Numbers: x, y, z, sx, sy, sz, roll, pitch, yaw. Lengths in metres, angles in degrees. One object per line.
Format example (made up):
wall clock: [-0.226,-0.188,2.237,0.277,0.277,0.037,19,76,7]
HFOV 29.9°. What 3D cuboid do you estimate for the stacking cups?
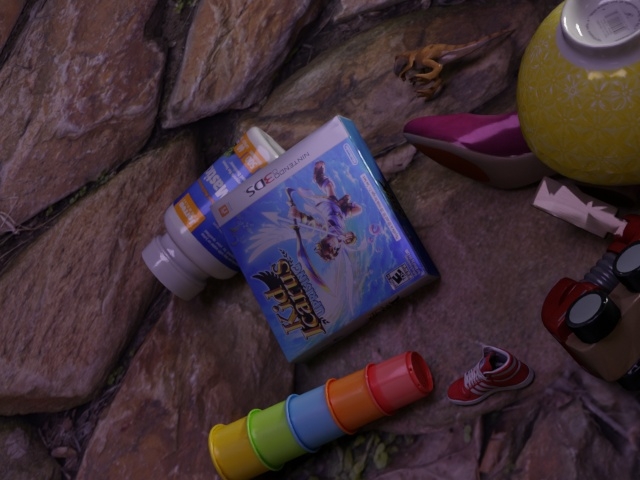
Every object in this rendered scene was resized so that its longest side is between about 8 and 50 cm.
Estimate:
stacking cups: [-0.002,0.229,1.609,0.316,0.096,0.096,-30,45,22]

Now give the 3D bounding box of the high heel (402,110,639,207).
high heel: [0.292,-0.163,1.620,0.377,0.127,0.181,17,77,34]

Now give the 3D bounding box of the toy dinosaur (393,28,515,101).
toy dinosaur: [0.183,-0.281,1.845,0.211,0.064,0.112,-4,57,39]

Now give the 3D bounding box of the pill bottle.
pill bottle: [-0.149,-0.036,1.890,0.272,0.152,0.152,-43,42,7]

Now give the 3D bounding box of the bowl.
bowl: [0.361,-0.224,1.439,0.289,0.156,0.290,-13,53,18]

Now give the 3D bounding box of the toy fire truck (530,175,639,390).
toy fire truck: [0.337,0.031,1.440,0.217,0.158,0.246,-47,21,-4]

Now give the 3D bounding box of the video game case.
video game case: [0.000,0.000,1.712,0.244,0.061,0.270,-34,72,19]

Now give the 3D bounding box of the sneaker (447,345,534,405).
sneaker: [0.199,0.168,1.497,0.118,0.067,0.042,-22,48,28]
